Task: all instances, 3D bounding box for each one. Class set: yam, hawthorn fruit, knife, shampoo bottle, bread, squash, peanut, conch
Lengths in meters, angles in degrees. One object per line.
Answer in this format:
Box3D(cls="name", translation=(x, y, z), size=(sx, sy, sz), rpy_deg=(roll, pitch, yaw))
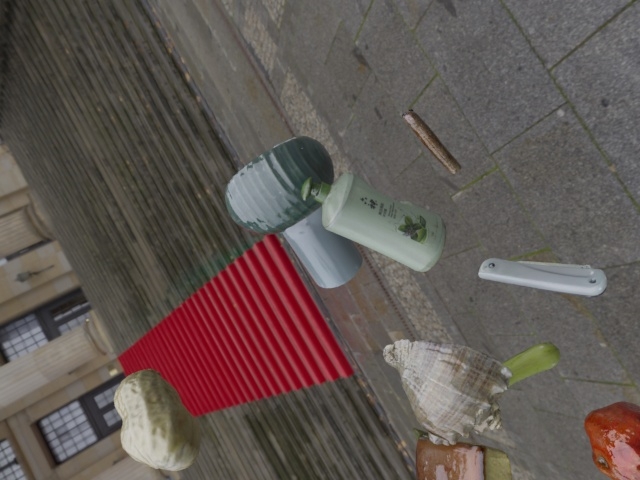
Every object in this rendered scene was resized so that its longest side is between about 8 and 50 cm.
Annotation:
Box3D(cls="yam", translation=(0.346, -0.303, 1.345), size=(0.264, 0.046, 0.046), rpy_deg=(40, 172, -24))
Box3D(cls="hawthorn fruit", translation=(0.780, 0.508, 1.061), size=(0.207, 0.208, 0.243), rpy_deg=(57, 177, 15))
Box3D(cls="knife", translation=(0.500, 0.077, 0.994), size=(0.266, 0.073, 0.040), rpy_deg=(5, 151, 43))
Box3D(cls="shampoo bottle", translation=(0.079, -0.041, 0.692), size=(0.087, 0.235, 0.118), rpy_deg=(-54, 18, 41))
Box3D(cls="bread", translation=(0.432, 0.785, 1.328), size=(0.333, 0.144, 0.323), rpy_deg=(138, 138, -60))
Box3D(cls="squash", translation=(0.640, 0.399, 1.374), size=(0.083, 0.251, 0.083), rpy_deg=(64, 177, 5))
Box3D(cls="peanut", translation=(-0.381, 0.400, 0.988), size=(0.313, 0.152, 0.152), rpy_deg=(30, 146, 46))
Box3D(cls="conch", translation=(0.323, 0.387, 1.091), size=(0.297, 0.353, 0.209), rpy_deg=(122, 164, -47))

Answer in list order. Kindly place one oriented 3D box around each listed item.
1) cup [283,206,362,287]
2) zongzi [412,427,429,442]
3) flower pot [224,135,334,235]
Box3D(cls="cup", translation=(0.000, 0.000, 1.588), size=(0.205, 0.206, 0.312), rpy_deg=(35, 161, 56))
Box3D(cls="zongzi", translation=(0.431, 0.875, 1.653), size=(0.125, 0.250, 0.275), rpy_deg=(27, 163, -35))
Box3D(cls="flower pot", translation=(-0.083, -0.110, 0.899), size=(0.157, 0.243, 0.189), rpy_deg=(56, -160, -15))
